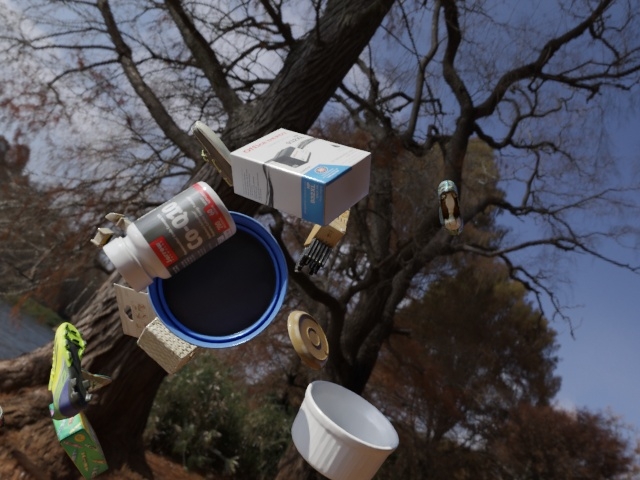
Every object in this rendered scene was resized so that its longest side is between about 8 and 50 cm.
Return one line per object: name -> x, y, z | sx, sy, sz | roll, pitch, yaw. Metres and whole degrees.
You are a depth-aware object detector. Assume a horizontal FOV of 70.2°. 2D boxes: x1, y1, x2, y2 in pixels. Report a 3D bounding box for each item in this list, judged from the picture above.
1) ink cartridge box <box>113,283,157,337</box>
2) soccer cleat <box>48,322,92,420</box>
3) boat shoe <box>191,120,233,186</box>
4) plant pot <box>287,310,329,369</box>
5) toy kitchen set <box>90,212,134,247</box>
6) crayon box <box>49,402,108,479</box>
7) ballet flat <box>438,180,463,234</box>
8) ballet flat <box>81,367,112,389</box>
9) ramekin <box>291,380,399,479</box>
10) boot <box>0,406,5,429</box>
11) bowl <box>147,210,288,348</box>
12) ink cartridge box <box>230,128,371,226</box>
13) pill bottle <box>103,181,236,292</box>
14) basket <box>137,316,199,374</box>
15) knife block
ink cartridge box -> -0.608, 0.275, 1.680 | 0.261, 0.066, 0.296 | 18, -48, 6
soccer cleat -> -0.732, 0.366, 1.295 | 0.289, 0.121, 0.093 | 61, 5, 33
boat shoe -> -0.385, -0.314, 1.702 | 0.305, 0.091, 0.109 | 49, 15, -45
plant pot -> -0.036, 0.364, 1.696 | 0.032, 0.236, 0.236 | -32, -59, 19
toy kitchen set -> -0.827, -0.001, 1.939 | 0.207, 0.166, 0.122 | 33, 1, 8
crayon box -> -0.853, 0.700, 1.614 | 0.165, 0.081, 0.278 | 39, -38, 40
ballet flat -> 0.383, -0.084, 1.346 | 0.070, 0.070, 0.188 | 6, -52, 43
ballet flat -> -0.997, 0.604, 1.956 | 0.080, 0.073, 0.232 | -8, -32, 19
ramekin -> 0.056, 0.515, 1.222 | 0.277, 0.135, 0.277 | 29, 5, -3
boot -> -1.136, 0.524, 1.502 | 0.244, 0.088, 0.176 | 48, -40, 6
bowl -> -0.290, 0.111, 1.313 | 0.391, 0.391, 0.077 | 33, -15, -2
ink cartridge box -> -0.052, -0.180, 1.220 | 0.307, 0.223, 0.129 | 22, -50, 28
pill bottle -> -0.367, -0.008, 1.123 | 0.161, 0.283, 0.161 | 47, -18, 21
basket -> -0.475, 0.320, 1.429 | 0.167, 0.103, 0.113 | 41, -57, 5
knife block -> 0.000, 0.000, 1.699 | 0.088, 0.275, 0.242 | 31, -57, -10
